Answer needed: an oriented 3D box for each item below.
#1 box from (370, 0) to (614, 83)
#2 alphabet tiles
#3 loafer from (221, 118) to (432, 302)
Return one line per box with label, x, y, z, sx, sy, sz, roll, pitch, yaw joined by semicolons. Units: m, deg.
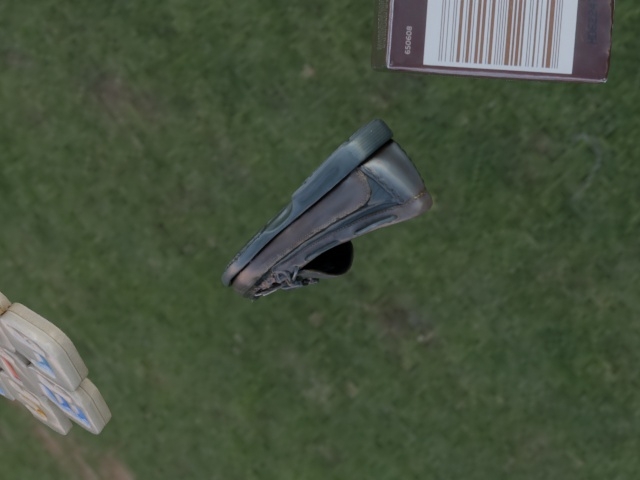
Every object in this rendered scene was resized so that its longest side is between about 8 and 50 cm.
box;0.131;-0.209;1.239;0.203;0.168;0.167;-106;19;-84
alphabet tiles;-0.275;0.041;1.169;0.284;0.021;0.278;29;156;24
loafer;0.000;0.000;1.303;0.084;0.096;0.267;47;145;2
